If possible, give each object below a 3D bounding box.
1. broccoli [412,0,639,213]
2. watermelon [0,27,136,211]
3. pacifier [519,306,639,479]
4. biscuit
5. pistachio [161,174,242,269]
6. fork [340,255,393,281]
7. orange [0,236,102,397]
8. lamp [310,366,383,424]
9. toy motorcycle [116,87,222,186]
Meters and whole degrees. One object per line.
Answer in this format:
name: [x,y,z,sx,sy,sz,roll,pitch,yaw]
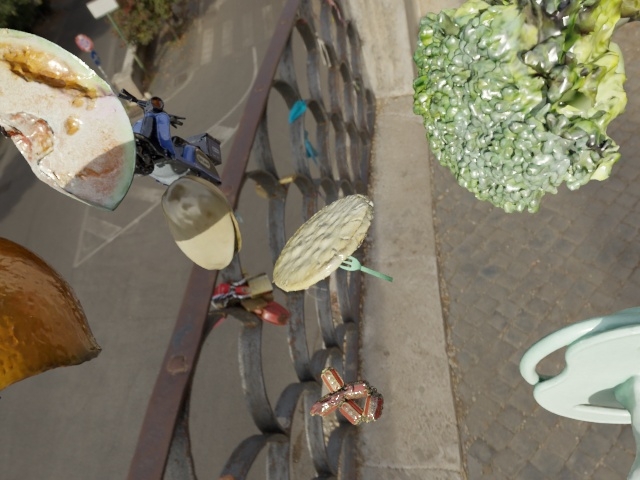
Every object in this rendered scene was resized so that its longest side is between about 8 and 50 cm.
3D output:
broccoli: [0.259,-0.214,0.614,0.272,0.324,0.334,-51,12,-9]
watermelon: [-0.432,-0.202,0.754,0.175,0.321,0.188,-36,21,-19]
pacifier: [0.441,0.243,0.624,0.289,0.343,0.269,4,49,11]
biscuit: [0.000,0.000,0.517,0.152,0.020,0.152,-37,22,18]
pistachio: [-0.247,-0.037,0.949,0.153,0.237,0.137,16,51,26]
fork: [0.111,0.072,1.074,0.021,0.039,0.235,3,8,-28]
orange: [-0.359,0.112,0.426,0.274,0.274,0.310,-39,37,-13]
lamp: [0.034,0.194,0.537,0.083,0.031,0.063,14,84,15]
toy motorcycle: [-0.370,-0.224,1.111,0.125,0.358,0.212,-13,77,16]
